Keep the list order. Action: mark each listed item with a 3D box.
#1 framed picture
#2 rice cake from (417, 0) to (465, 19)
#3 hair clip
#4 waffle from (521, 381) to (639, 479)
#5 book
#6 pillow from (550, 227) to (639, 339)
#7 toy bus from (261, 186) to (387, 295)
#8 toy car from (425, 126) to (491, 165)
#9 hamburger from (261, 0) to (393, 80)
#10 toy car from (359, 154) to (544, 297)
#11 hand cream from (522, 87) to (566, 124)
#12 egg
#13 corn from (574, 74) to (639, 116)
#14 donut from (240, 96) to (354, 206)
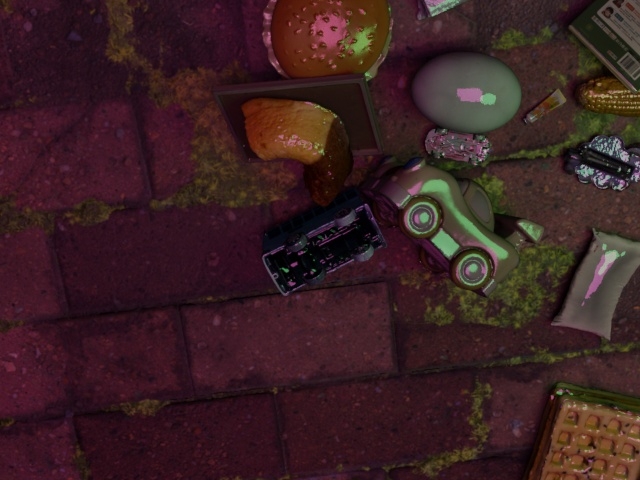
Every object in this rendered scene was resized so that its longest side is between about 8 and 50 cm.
[{"bbox_3d":[-0.041,-0.244,1.617,0.315,0.024,0.232,-3,146,14],"label":"framed picture"},{"bbox_3d":[0.293,-0.526,1.627,0.206,0.063,0.069,-20,104,4],"label":"rice cake"},{"bbox_3d":[0.639,-0.173,1.747,0.195,0.052,0.124,14,111,-10],"label":"hair clip"},{"bbox_3d":[0.641,0.550,1.926,0.261,0.114,0.376,13,106,-5],"label":"waffle"},{"bbox_3d":[0.679,-0.465,1.627,0.264,0.027,0.202,-44,85,3],"label":"book"},{"bbox_3d":[0.649,0.106,1.812,0.144,0.078,0.254,18,105,-6],"label":"pillow"},{"bbox_3d":[0.000,0.000,1.732,0.256,0.147,0.128,-26,117,3],"label":"toy bus"},{"bbox_3d":[0.302,-0.209,1.725,0.142,0.055,0.069,13,110,16],"label":"toy car"},{"bbox_3d":[0.017,-0.424,1.574,0.274,0.212,0.274,0,106,-1],"label":"hamburger"},{"bbox_3d":[0.275,-0.058,1.675,0.226,0.242,0.336,-46,104,-3],"label":"toy car"},{"bbox_3d":[0.490,-0.291,1.723,0.102,0.022,0.035,-35,96,4],"label":"hand cream"},{"bbox_3d":[0.303,-0.309,1.637,0.231,0.168,0.168,8,106,1],"label":"egg"},{"bbox_3d":[0.681,-0.312,1.684,0.262,0.097,0.097,2,106,1],"label":"corn"},{"bbox_3d":[-0.017,-0.178,1.589,0.151,0.112,0.295,-19,139,39],"label":"donut"}]
